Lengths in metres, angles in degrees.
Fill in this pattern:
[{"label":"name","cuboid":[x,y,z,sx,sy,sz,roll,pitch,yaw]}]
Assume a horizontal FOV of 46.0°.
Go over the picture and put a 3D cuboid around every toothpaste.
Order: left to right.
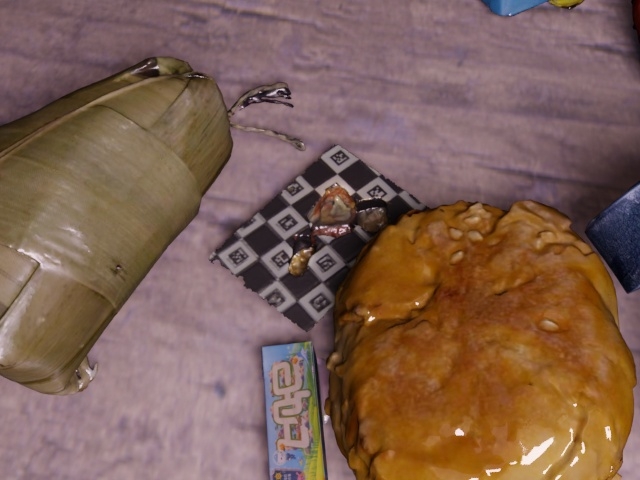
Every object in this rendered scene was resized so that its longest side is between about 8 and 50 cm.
[{"label":"toothpaste","cuboid":[-0.011,0.188,0.680,0.070,0.044,0.193,-7,61,2]}]

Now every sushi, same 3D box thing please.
[{"label":"sushi","cuboid":[0.000,0.000,0.792,0.139,0.031,0.201,38,67,23]}]

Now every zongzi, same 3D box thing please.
[{"label":"zongzi","cuboid":[-0.282,-0.107,0.798,0.418,0.181,0.447,27,64,19]}]

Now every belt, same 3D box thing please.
[{"label":"belt","cuboid":[0.291,-0.025,0.603,0.142,0.190,0.082,-31,74,3]}]

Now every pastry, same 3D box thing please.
[{"label":"pastry","cuboid":[0.130,0.110,0.646,0.255,0.161,0.310,-5,48,19]}]

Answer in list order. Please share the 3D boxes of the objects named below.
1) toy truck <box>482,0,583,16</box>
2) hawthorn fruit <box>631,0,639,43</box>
[{"label":"toy truck","cuboid":[0.353,-0.424,0.927,0.385,0.161,0.162,-26,53,-8]},{"label":"hawthorn fruit","cuboid":[0.439,-0.233,0.774,0.190,0.251,0.189,-2,103,-10]}]
